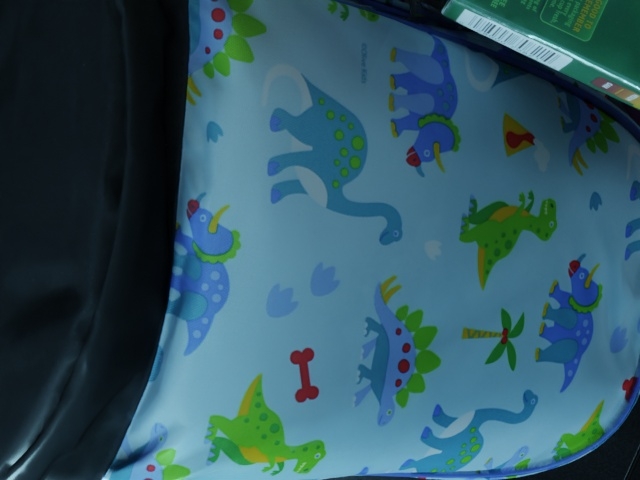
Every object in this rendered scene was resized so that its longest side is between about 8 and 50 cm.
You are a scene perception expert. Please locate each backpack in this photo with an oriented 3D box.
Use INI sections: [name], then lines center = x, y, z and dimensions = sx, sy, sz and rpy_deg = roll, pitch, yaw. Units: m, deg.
[backpack]
center = 0.000, 0.000, 0.734
dimensions = 0.273, 0.290, 0.356
rpy_deg = 6, 176, 38

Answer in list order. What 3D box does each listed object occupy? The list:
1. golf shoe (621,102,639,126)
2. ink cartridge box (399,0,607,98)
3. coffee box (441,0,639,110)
[golf shoe]
center = 0.297, -0.049, 0.708
dimensions = 0.306, 0.115, 0.140
rpy_deg = 30, -171, 31
[ink cartridge box]
center = 0.107, -0.135, 0.826
dimensions = 0.134, 0.078, 0.231
rpy_deg = 25, 176, 13
[coffee box]
center = 0.157, -0.108, 0.636
dimensions = 0.184, 0.113, 0.040
rpy_deg = 24, 175, -1
